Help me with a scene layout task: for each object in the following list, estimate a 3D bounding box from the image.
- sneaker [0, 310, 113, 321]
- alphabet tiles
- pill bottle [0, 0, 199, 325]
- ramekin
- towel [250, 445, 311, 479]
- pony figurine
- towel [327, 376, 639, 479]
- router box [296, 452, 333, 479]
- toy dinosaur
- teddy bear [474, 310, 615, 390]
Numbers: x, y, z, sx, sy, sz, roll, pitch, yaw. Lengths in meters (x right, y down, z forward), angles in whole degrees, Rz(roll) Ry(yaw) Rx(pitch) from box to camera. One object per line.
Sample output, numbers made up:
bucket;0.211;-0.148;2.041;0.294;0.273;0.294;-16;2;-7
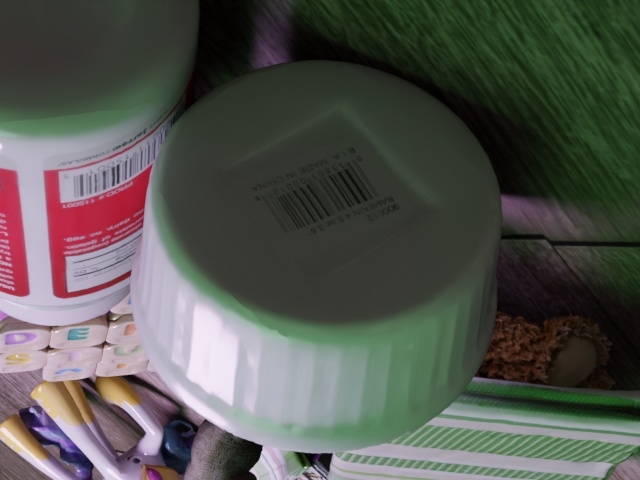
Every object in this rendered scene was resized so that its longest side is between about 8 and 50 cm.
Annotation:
sneaker;-0.306;0.048;1.641;0.282;0.102;0.161;-21;152;28
alphabet tiles;-0.193;0.098;1.634;0.284;0.021;0.278;-4;159;-15
pill bottle;-0.217;-0.086;1.281;0.229;0.229;0.408;28;155;6
ramekin;0.000;0.000;1.159;0.277;0.277;0.135;25;146;13
towel;-0.075;0.249;1.896;0.113;0.023;0.152;55;145;10
pony figurine;-0.263;0.343;2.122;0.363;0.303;0.351;48;145;-1
towel;0.137;0.174;1.369;0.248;0.038;0.325;5;160;-1
router box;0.026;0.298;1.923;0.179;0.046;0.133;44;153;-23
toy dinosaur;-0.101;0.237;1.769;0.121;0.313;0.160;33;-165;20
teddy bear;0.088;0.101;1.389;0.338;0.113;0.245;-6;154;26
